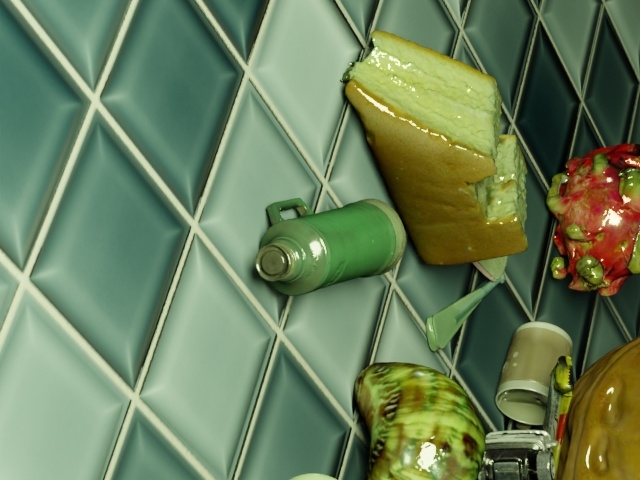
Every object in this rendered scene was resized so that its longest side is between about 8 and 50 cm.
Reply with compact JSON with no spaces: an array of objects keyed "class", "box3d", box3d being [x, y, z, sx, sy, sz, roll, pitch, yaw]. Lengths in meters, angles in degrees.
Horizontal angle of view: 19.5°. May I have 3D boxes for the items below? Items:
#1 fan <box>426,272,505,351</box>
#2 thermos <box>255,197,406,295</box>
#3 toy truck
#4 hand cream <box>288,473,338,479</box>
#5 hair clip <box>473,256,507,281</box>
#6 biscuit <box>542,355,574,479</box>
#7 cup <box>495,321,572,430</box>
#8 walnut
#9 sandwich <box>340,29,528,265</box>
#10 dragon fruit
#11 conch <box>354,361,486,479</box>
[{"class":"fan","box3d":[0.159,0.068,2.014,0.193,0.016,0.038,-37,117,-56]},{"class":"thermos","box3d":[0.004,0.003,1.675,0.187,0.073,0.083,-14,102,-61]},{"class":"toy truck","box3d":[0.215,0.311,2.014,0.116,0.110,0.216,-24,108,-73]},{"class":"hand cream","box3d":[-0.079,0.264,1.505,0.306,0.093,0.147,-14,99,-52]},{"class":"hair clip","box3d":[0.168,-0.011,2.032,0.137,0.022,0.054,54,43,-41]},{"class":"biscuit","box3d":[0.257,0.227,2.071,0.292,0.026,0.048,88,5,-52]},{"class":"cup","box3d":[0.249,0.157,2.111,0.102,0.074,0.099,59,39,-42]},{"class":"walnut","box3d":[0.419,0.287,2.147,0.308,0.354,0.398,9,80,-33]},{"class":"sandwich","box3d":[0.121,-0.097,1.848,0.122,0.128,0.236,-77,149,-41]},{"class":"dragon fruit","box3d":[0.349,-0.022,2.235,0.166,0.160,0.172,74,21,-73]},{"class":"conch","box3d":[0.102,0.215,1.789,0.187,0.124,0.181,-52,135,-61]}]
